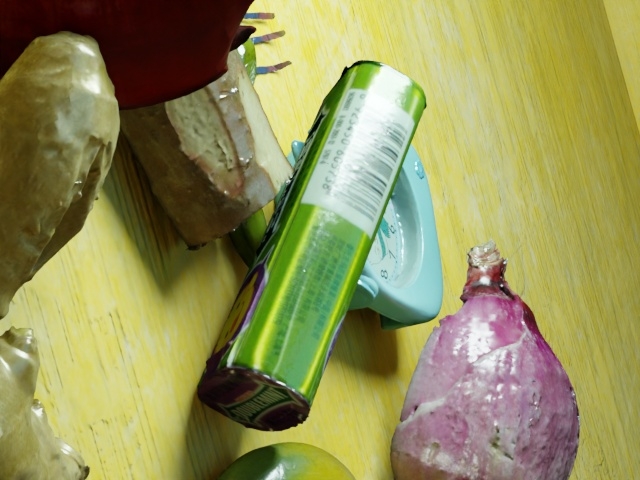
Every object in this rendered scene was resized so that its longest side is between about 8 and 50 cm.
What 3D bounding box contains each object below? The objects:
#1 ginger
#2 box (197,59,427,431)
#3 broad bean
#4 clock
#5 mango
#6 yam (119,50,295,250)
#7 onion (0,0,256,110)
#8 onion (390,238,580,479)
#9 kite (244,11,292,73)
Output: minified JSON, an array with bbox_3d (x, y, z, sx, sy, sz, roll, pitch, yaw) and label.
[{"bbox_3d":[-0.262,0.084,0.676,0.363,0.122,0.348,-28,127,-40],"label":"ginger"},{"bbox_3d":[0.000,0.000,1.106,0.097,0.134,0.345,28,60,-11],"label":"box"},{"bbox_3d":[-0.077,-0.089,1.181,0.052,0.053,0.256,143,-60,-76],"label":"broad bean"},{"bbox_3d":[0.036,-0.024,1.318,0.274,0.094,0.223,20,59,-55],"label":"clock"},{"bbox_3d":[-0.033,0.246,1.065,0.195,0.092,0.130,-10,87,-53],"label":"mango"},{"bbox_3d":[-0.118,-0.121,1.050,0.238,0.128,0.129,64,-11,-19],"label":"yam"},{"bbox_3d":[-0.180,-0.256,0.818,0.341,0.341,0.341,36,46,-50],"label":"onion"},{"bbox_3d":[0.218,0.173,1.369,0.267,0.159,0.348,17,82,-60],"label":"onion"},{"bbox_3d":[-0.096,-0.198,1.246,0.229,0.016,0.127,-19,96,-59],"label":"kite"}]
